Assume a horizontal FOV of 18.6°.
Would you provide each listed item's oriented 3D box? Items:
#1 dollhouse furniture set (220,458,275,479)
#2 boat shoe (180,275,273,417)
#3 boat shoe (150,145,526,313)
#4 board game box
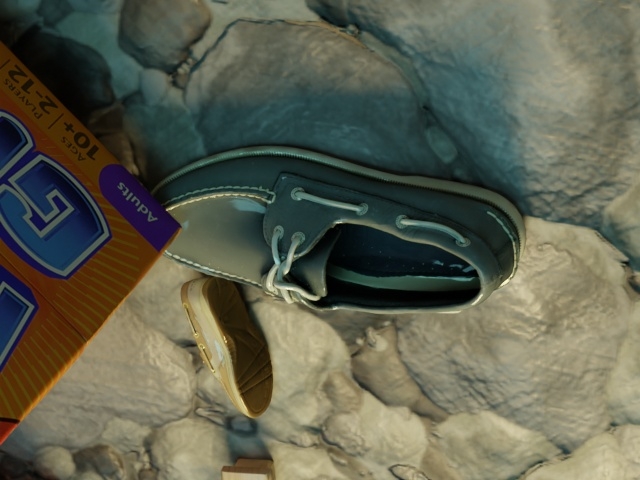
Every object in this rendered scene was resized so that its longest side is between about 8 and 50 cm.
[{"bbox_3d":[0.062,0.385,1.688,0.303,0.174,0.355,0,115,15],"label":"dollhouse furniture set"},{"bbox_3d":[-0.080,0.089,1.661,0.045,0.050,0.135,1,117,42],"label":"boat shoe"},{"bbox_3d":[0.000,0.000,1.561,0.319,0.099,0.116,6,119,14],"label":"boat shoe"},{"bbox_3d":[-0.403,0.037,1.515,0.356,0.356,0.356,46,127,-8],"label":"board game box"}]
